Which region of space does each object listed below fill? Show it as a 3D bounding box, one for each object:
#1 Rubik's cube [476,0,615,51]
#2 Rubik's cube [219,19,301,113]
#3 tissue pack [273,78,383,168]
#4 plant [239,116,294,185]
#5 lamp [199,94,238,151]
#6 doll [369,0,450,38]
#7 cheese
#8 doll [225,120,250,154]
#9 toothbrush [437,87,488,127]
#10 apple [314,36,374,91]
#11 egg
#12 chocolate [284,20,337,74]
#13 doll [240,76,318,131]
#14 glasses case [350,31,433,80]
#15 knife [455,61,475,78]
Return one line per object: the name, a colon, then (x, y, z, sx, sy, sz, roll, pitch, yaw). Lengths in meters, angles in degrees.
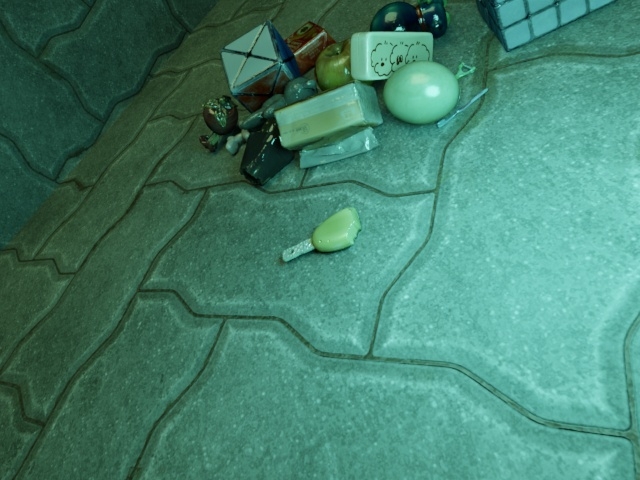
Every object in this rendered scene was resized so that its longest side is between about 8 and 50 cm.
Rubik's cube: (0.652, -0.864, 1.373, 0.344, 0.344, 0.337, -20, 44, 21)
Rubik's cube: (-0.236, -0.695, 1.871, 0.255, 0.259, 0.260, -22, 64, 15)
tissue pack: (0.037, -0.379, 1.512, 0.306, 0.238, 0.238, -12, 48, 26)
plant: (-0.191, -0.329, 1.653, 0.164, 0.142, 0.256, 22, 80, 45)
lamp: (-0.437, -0.515, 1.959, 0.151, 0.223, 0.215, 21, 57, 24)
doll: (0.318, -0.781, 1.646, 0.322, 0.198, 0.186, -17, 44, 18)
cheese: (0.000, 0.000, 1.297, 0.256, 0.050, 0.127, -27, 45, 15)
doll: (-0.334, -0.453, 1.921, 0.161, 0.059, 0.160, -27, 44, 14)
toothbrush: (0.435, -0.406, 1.370, 0.193, 0.019, 0.013, -36, 41, 0)
apple: (0.098, -0.636, 1.676, 0.261, 0.194, 0.260, -19, 43, 19)
egg: (0.303, -0.451, 1.373, 0.253, 0.186, 0.186, 17, 65, 40)
chocolate: (-0.071, -0.898, 2.090, 0.235, 0.108, 0.237, -37, 43, 5)
doll: (-0.147, -0.509, 1.788, 0.340, 0.158, 0.246, -35, 7, 9)
glasses case: (0.240, -0.605, 1.470, 0.337, 0.143, 0.076, -21, 28, -37)
knife: (0.425, -0.525, 1.474, 0.166, 0.022, 0.078, -35, 35, 2)
